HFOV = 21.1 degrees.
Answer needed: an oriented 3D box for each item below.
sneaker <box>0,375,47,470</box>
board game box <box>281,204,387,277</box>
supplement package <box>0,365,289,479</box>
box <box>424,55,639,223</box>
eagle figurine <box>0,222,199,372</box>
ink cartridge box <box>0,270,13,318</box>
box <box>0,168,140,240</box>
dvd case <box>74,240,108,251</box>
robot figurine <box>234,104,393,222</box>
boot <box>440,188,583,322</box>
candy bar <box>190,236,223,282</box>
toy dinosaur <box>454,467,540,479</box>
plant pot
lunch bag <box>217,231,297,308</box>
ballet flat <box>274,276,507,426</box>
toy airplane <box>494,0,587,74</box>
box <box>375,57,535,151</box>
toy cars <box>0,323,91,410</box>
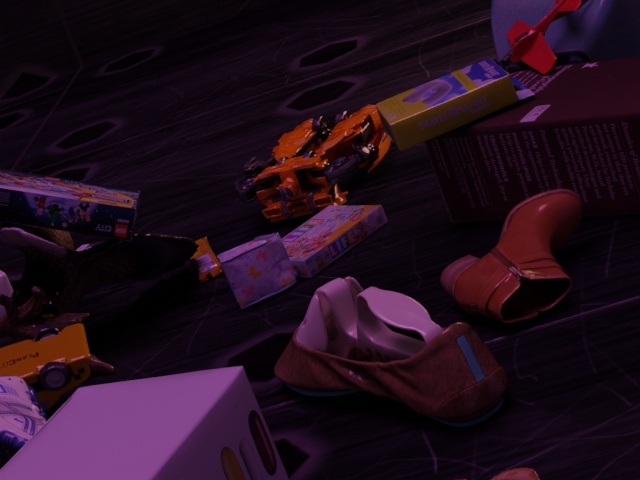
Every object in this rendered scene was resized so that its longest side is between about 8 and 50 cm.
[{"bbox_3d":[-0.326,0.197,1.821,0.296,0.112,0.131,17,40,27],"label":"sneaker"},{"bbox_3d":[0.000,0.000,2.244,0.103,0.026,0.154,0,28,48],"label":"board game box"},{"bbox_3d":[-0.183,0.250,1.579,0.204,0.145,0.262,-10,22,30],"label":"supplement package"},{"bbox_3d":[0.334,-0.125,2.071,0.381,0.143,0.191,-1,27,41],"label":"box"},{"bbox_3d":[-0.324,0.038,2.240,0.225,0.226,0.298,-33,15,38],"label":"eagle figurine"},{"bbox_3d":[-0.536,0.103,2.470,0.180,0.060,0.104,-28,21,-20],"label":"ink cartridge box"},{"bbox_3d":[-0.347,-0.049,2.167,0.233,0.044,0.159,9,8,-5],"label":"box"},{"bbox_3d":[-0.332,0.024,2.547,0.119,0.013,0.087,-6,24,34],"label":"dvd case"},{"bbox_3d":[0.001,-0.111,2.457,0.211,0.085,0.291,-12,20,26],"label":"robot figurine"},{"bbox_3d":[0.238,0.023,1.875,0.197,0.073,0.152,-38,21,-10],"label":"boot"},{"bbox_3d":[-0.162,0.024,2.362,0.040,0.018,0.161,-26,20,-5],"label":"candy bar"},{"bbox_3d":[0.160,0.218,1.449,0.183,0.053,0.092,-5,23,39],"label":"toy dinosaur"},{"bbox_3d":[0.372,-0.286,2.319,0.247,0.247,0.252,-2,47,43],"label":"plant pot"},{"bbox_3d":[-0.078,0.036,2.160,0.083,0.071,0.053,-25,15,-4],"label":"lunch bag"},{"bbox_3d":[0.054,0.103,1.761,0.116,0.124,0.342,-31,21,-27],"label":"ballet flat"},{"bbox_3d":[0.283,-0.268,2.189,0.151,0.028,0.151,-32,32,23],"label":"toy airplane"},{"bbox_3d":[0.164,-0.172,2.106,0.178,0.042,0.109,-23,19,-1],"label":"box"},{"bbox_3d":[-0.415,0.230,1.973,0.176,0.087,0.393,11,39,37],"label":"toy cars"}]
